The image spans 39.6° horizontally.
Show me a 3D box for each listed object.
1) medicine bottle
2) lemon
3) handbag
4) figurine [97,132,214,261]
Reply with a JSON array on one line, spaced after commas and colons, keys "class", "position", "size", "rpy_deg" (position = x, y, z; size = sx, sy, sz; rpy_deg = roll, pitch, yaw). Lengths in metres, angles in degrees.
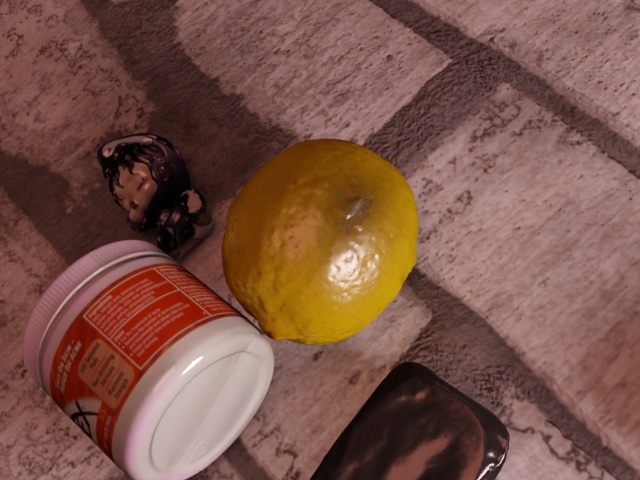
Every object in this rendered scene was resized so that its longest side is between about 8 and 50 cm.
[{"class": "medicine bottle", "position": [-0.225, 0.162, 1.190], "size": [0.241, 0.252, 0.252], "rpy_deg": [36, 81, 29]}, {"class": "lemon", "position": [-0.001, 0.002, 1.190], "size": [0.261, 0.260, 0.283], "rpy_deg": [14, 84, 24]}, {"class": "handbag", "position": [0.081, 0.325, 1.114], "size": [0.192, 0.075, 0.332], "rpy_deg": [33, 81, 28]}, {"class": "figurine", "position": [-0.252, -0.086, 1.392], "size": [0.145, 0.145, 0.222], "rpy_deg": [-40, 70, -2]}]
